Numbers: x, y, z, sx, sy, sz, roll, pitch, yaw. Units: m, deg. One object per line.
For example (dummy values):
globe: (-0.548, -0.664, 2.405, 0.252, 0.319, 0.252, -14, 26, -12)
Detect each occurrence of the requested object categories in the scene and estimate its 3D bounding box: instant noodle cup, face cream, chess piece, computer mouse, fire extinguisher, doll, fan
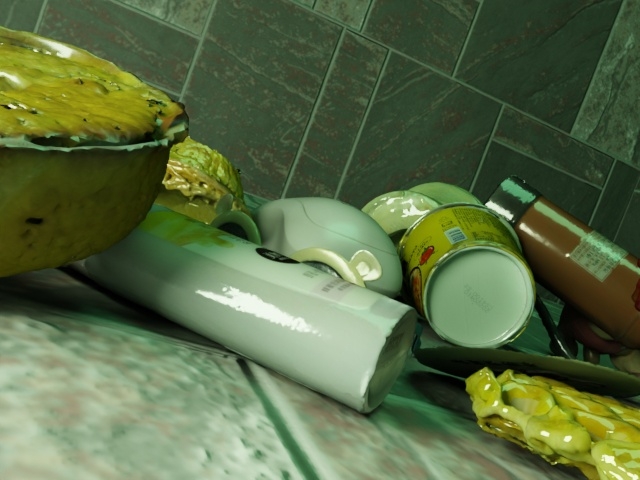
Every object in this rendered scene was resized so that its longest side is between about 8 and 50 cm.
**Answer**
instant noodle cup: (0.193, 0.052, 0.893, 0.182, 0.182, 0.144, 20, 14, -4)
face cream: (-0.071, 0.032, 0.479, 0.269, 0.073, 0.107, 21, 4, 22)
chess piece: (0.188, 0.003, 1.223, 0.234, 0.234, 0.442, 22, 9, 16)
computer mouse: (0.000, 0.000, 0.926, 0.184, 0.121, 0.297, 18, 6, -18)
fire extinguisher: (0.379, 0.078, 0.985, 0.376, 0.200, 0.113, 37, 4, 20)
doll: (0.522, 0.162, 1.109, 0.255, 0.152, 0.196, 20, 4, -8)
fan: (0.222, 0.138, 0.614, 0.329, 0.009, 0.190, 25, -23, -37)

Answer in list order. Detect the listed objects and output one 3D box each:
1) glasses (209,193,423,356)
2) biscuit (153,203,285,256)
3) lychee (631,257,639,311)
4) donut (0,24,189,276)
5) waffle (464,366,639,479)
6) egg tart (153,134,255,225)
glasses: (-0.001, 0.067, 0.621, 0.189, 0.088, 0.220, 23, -15, 36)
biscuit: (-0.170, -0.014, 0.757, 0.288, 0.044, 0.202, 19, -1, 2)
lychee: (0.596, 0.078, 0.709, 0.499, 0.425, 0.424, 20, 4, 15)
donut: (-0.219, -0.062, 0.415, 0.272, 0.107, 0.272, 15, 23, -7)
waffle: (0.238, 0.152, 0.445, 0.291, 0.051, 0.291, 20, 0, 0)
egg tart: (-0.170, -0.070, 0.873, 0.212, 0.090, 0.212, 22, -16, 7)
